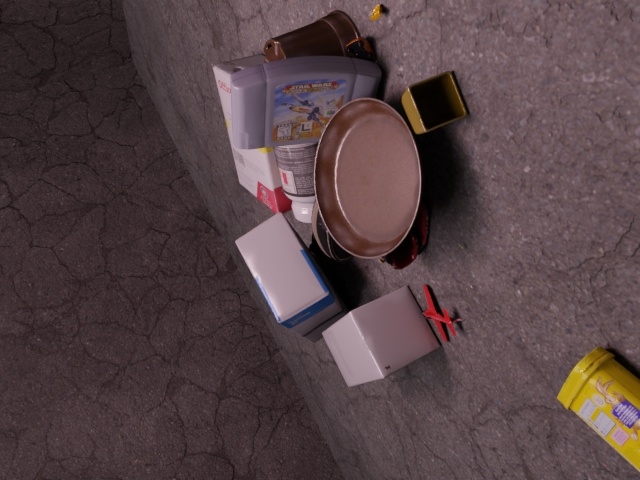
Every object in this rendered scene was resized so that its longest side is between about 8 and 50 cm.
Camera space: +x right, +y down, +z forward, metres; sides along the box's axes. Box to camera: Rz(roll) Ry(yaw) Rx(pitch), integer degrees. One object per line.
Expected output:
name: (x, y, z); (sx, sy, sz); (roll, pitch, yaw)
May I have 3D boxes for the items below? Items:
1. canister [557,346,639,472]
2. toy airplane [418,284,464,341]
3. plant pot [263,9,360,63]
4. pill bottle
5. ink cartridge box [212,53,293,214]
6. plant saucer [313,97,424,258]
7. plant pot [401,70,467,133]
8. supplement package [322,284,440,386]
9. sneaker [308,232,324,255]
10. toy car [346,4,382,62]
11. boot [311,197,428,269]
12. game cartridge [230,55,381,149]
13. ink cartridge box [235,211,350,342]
canister: (0.453, 0.258, 0.756); (0.170, 0.073, 0.126); (47, 152, 38)
toy airplane: (0.272, 0.177, 1.171); (0.151, 0.028, 0.151); (50, 156, 33)
plant pot: (-0.021, -0.381, 1.083); (0.167, 0.165, 0.166); (52, 155, 36)
pill bottle: (-0.031, -0.196, 1.314); (0.162, 0.162, 0.278); (38, 146, 51)
ink cartridge box: (-0.152, -0.311, 1.480); (0.279, 0.161, 0.384); (41, 148, 48)
plant saucer: (0.096, -0.120, 1.009); (0.311, 0.050, 0.310); (14, 108, 51)
plant pot: (0.185, -0.228, 0.877); (0.083, 0.082, 0.081); (-178, 66, -80)
supplement package: (0.148, 0.261, 1.353); (0.177, 0.176, 0.293); (63, 159, 11)
sneaker: (0.000, 0.000, 1.540); (0.084, 0.097, 0.235); (67, 159, -2)
toy car: (0.100, -0.395, 0.984); (0.122, 0.060, 0.040); (-37, 33, 52)
boot: (0.109, -0.033, 1.198); (0.284, 0.138, 0.377); (49, 147, 38)
game cartridge: (-0.031, -0.278, 1.034); (0.198, 0.298, 0.062); (105, 153, -62)
ink cartridge box: (-0.067, 0.131, 1.563); (0.285, 0.166, 0.395); (58, -179, 23)
